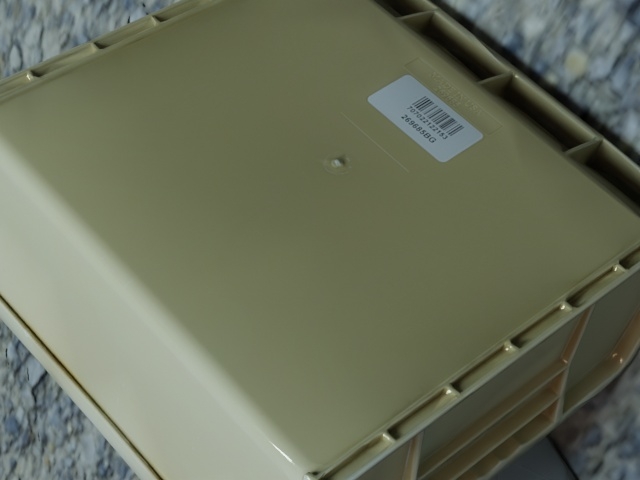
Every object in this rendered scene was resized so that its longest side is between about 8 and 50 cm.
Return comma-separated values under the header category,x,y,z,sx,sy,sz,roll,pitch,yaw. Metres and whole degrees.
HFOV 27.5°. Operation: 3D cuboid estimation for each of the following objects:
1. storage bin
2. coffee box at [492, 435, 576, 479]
category,x,y,z,sx,sy,sz,roll,pitch,yaw
storage bin,0.000,0.000,0.647,0.262,0.260,0.123,43,146,25
coffee box,0.016,0.159,0.787,0.246,0.098,0.141,-42,74,42
